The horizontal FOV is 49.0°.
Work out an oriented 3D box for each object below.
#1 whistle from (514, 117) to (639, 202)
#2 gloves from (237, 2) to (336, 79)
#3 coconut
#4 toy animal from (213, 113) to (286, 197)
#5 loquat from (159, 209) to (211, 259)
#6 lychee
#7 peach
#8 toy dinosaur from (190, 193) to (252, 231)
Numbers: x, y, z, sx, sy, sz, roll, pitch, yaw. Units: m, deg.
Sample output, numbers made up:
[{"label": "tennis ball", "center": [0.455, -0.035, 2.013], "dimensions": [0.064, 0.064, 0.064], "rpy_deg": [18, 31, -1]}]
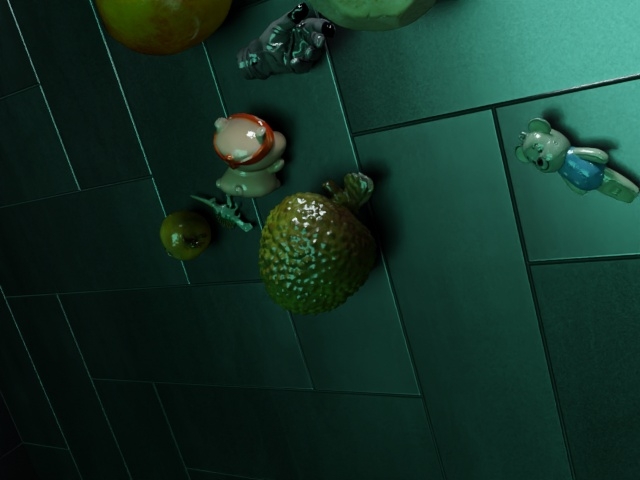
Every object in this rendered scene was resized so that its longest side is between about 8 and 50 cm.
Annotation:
[{"label": "whistle", "center": [0.470, -0.136, 1.296], "dimensions": [0.235, 0.077, 0.114], "rpy_deg": [33, 145, 14]}, {"label": "gloves", "center": [-0.073, -0.419, 1.509], "dimensions": [0.285, 0.119, 0.142], "rpy_deg": [3, 125, 48]}, {"label": "coconut", "center": [0.094, -0.534, 1.238], "dimensions": [0.323, 0.323, 0.323], "rpy_deg": [15, 119, 28]}, {"label": "toy animal", "center": [-0.172, -0.202, 1.656], "dimensions": [0.171, 0.171, 0.198], "rpy_deg": [22, 130, 25]}, {"label": "loquat", "center": [-0.362, -0.016, 1.871], "dimensions": [0.141, 0.141, 0.141], "rpy_deg": [15, 119, 28]}, {"label": "lychee", "center": [-0.006, 0.011, 1.572], "dimensions": [0.270, 0.270, 0.320], "rpy_deg": [1, 76, 34]}, {"label": "peach", "center": [-0.346, -0.538, 1.528], "dimensions": [0.289, 0.289, 0.308], "rpy_deg": [44, 109, 10]}, {"label": "toy dinosaur", "center": [-0.257, -0.072, 1.846], "dimensions": [0.187, 0.044, 0.106], "rpy_deg": [0, 127, 33]}]
